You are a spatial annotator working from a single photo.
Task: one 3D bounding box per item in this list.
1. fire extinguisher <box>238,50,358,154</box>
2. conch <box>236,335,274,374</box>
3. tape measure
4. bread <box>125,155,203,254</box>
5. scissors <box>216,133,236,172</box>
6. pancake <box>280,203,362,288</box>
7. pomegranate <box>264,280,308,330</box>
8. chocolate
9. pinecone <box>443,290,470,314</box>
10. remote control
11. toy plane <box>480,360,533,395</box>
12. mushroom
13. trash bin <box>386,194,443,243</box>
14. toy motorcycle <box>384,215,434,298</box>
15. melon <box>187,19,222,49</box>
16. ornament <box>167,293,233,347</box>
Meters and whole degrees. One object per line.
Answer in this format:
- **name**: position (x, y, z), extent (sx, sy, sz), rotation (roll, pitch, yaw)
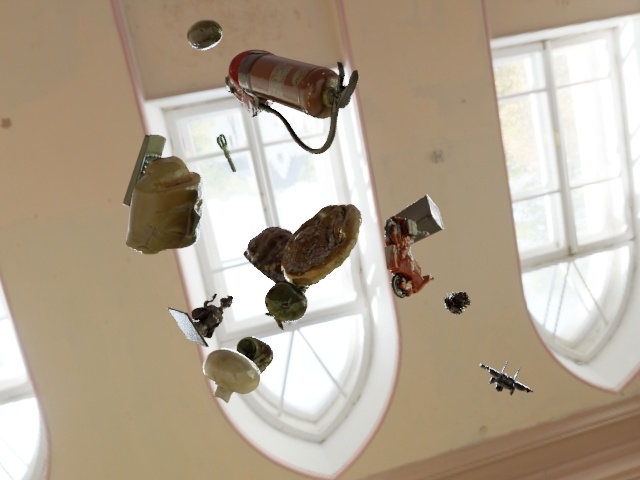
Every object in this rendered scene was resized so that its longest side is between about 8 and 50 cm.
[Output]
- **fire extinguisher**: position (-0.045, -0.332, 1.189), extent (0.113, 0.200, 0.376), rotation (-30, -141, -28)
- **conch**: position (-0.332, 0.588, 2.574), extent (0.187, 0.182, 0.124), rotation (-7, 155, -12)
- **tape measure**: position (-0.250, -0.637, 1.999), extent (0.253, 0.260, 0.114), rotation (-39, 164, -24)
- **bread**: position (-0.525, -0.127, 1.813), extent (0.210, 0.342, 0.300), rotation (16, -170, 15)
- **scissors**: position (-0.474, -0.439, 2.559), extent (0.027, 0.205, 0.101), rotation (-13, -155, 16)
- **pancake**: position (-0.001, 0.001, 1.833), extent (0.386, 0.082, 0.387), rotation (-30, -148, 21)
- **pomegranate**: position (-0.131, 0.230, 1.755), extent (0.191, 0.152, 0.131), rotation (-50, -176, 46)
- **chocolate**: position (-0.140, 0.065, 2.082), extent (0.340, 0.210, 0.225), rotation (36, -174, 24)
- **pinecone**: position (0.436, 0.196, 1.605), extent (0.083, 0.077, 0.077), rotation (-33, -175, 14)
- **remote control**: position (-0.649, -0.260, 1.877), extent (0.038, 0.286, 0.123), rotation (25, -169, 9)
- **toy plane**: position (0.582, 0.447, 1.604), extent (0.169, 0.078, 0.246), rotation (26, 162, 20)
- **mushroom**: position (-0.367, 0.556, 2.056), extent (0.245, 0.203, 0.246), rotation (19, 164, 5)
- **trash bin**: position (0.444, -0.078, 2.400), extent (0.240, 0.122, 0.164), rotation (-31, -145, 24)
- **toy motorcycle**: position (0.337, 0.070, 1.965), extent (0.221, 0.326, 0.147), rotation (13, 157, -42)
- **melon**: position (-0.424, -0.758, 1.852), extent (0.162, 0.099, 0.099), rotation (-2, -167, 40)
- **ornament**: position (-0.401, 0.259, 1.810), extent (0.196, 0.166, 0.153), rotation (-39, -154, -30)
